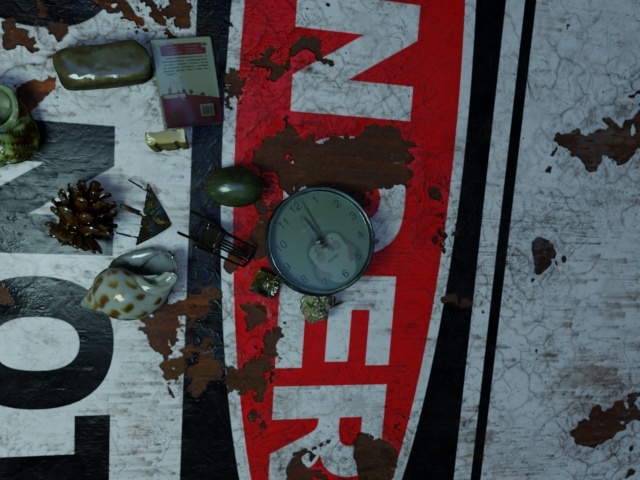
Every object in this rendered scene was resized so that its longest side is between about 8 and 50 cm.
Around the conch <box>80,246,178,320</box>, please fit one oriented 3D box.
[{"bbox_3d":[-0.514,0.130,1.524,0.274,0.183,0.149,-2,131,-6],"label":"conch"}]

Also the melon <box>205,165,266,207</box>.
[{"bbox_3d":[-0.231,-0.147,1.560,0.167,0.114,0.114,3,98,-10],"label":"melon"}]

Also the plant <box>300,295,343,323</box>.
[{"bbox_3d":[0.006,0.192,1.699,0.122,0.104,0.116,12,134,-41],"label":"plant"}]

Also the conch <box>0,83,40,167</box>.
[{"bbox_3d":[-0.791,-0.270,1.402,0.187,0.124,0.181,33,68,-16],"label":"conch"}]

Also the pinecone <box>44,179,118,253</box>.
[{"bbox_3d":[-0.604,-0.061,1.460,0.150,0.179,0.195,-4,76,17],"label":"pinecone"}]

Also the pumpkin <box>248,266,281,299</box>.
[{"bbox_3d":[-0.158,0.127,1.652,0.083,0.054,0.074,23,98,-20],"label":"pumpkin"}]

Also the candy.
[{"bbox_3d":[-0.550,-0.444,1.449,0.234,0.104,0.102,-12,96,-11],"label":"candy"}]

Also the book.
[{"bbox_3d":[-0.358,-0.424,1.526,0.162,0.022,0.232,-11,101,-21],"label":"book"}]

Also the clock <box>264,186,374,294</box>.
[{"bbox_3d":[-0.001,0.001,1.624,0.318,0.066,0.319,1,84,-10],"label":"clock"}]

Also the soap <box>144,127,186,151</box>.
[{"bbox_3d":[-0.385,-0.252,1.439,0.092,0.252,0.037,-8,97,-10],"label":"soap"}]

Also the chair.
[{"bbox_3d":[-0.286,0.000,1.600,0.212,0.101,0.084,29,93,-52],"label":"chair"}]

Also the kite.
[{"bbox_3d":[-0.472,-0.067,1.540,0.160,0.010,0.183,24,63,-41],"label":"kite"}]
